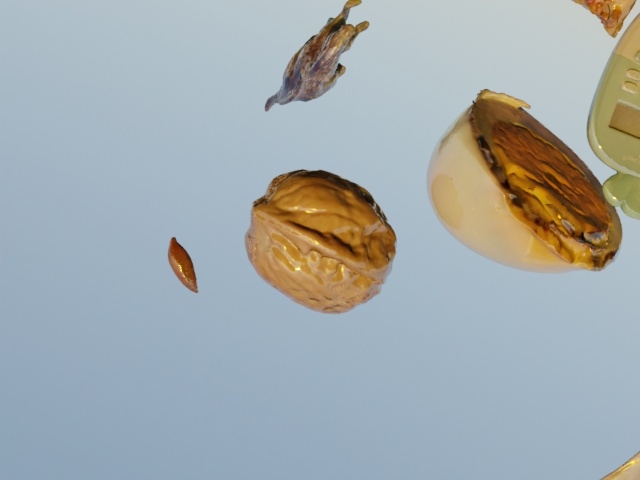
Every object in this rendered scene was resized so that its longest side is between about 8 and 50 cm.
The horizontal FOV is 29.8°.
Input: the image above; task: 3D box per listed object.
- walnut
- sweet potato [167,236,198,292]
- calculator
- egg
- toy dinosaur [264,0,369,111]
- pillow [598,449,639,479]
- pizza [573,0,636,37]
[{"bbox_3d":[0.000,0.000,1.706,0.245,0.198,0.198,26,-161,-36],"label":"walnut"},{"bbox_3d":[-0.212,0.040,1.850,0.095,0.034,0.034,64,-153,-2],"label":"sweet potato"},{"bbox_3d":[0.440,-0.171,1.543,0.184,0.295,0.042,21,-178,-8],"label":"calculator"},{"bbox_3d":[0.262,-0.045,1.619,0.286,0.174,0.264,48,-149,13],"label":"egg"},{"bbox_3d":[0.000,-0.282,1.866,0.077,0.294,0.162,39,-117,3],"label":"toy dinosaur"},{"bbox_3d":[0.539,0.424,2.102,0.131,0.233,0.038,43,-167,-35],"label":"pillow"},{"bbox_3d":[0.285,-0.372,1.302,0.182,0.365,0.074,-17,-141,-10],"label":"pizza"}]
